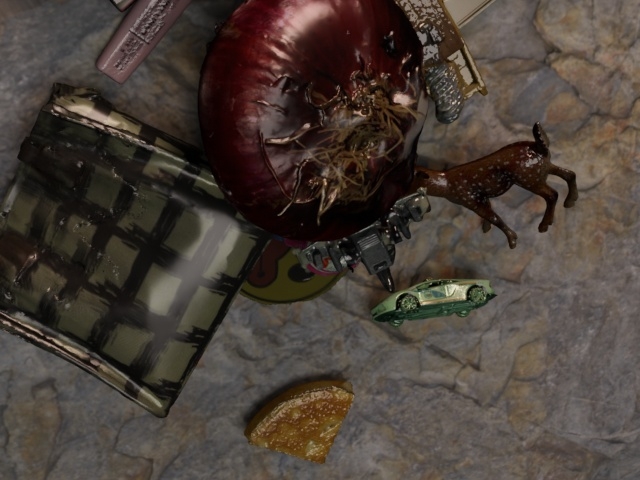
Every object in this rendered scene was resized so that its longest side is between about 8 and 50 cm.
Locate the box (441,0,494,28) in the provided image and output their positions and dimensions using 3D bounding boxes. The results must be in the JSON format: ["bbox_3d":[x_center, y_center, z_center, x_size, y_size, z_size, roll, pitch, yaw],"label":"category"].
[{"bbox_3d":[0.164,-0.377,1.397,0.109,0.029,0.198,-38,119,3],"label":"box"}]

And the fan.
[{"bbox_3d":[-0.084,-0.010,1.507,0.335,0.011,0.230,-4,116,-17],"label":"fan"}]

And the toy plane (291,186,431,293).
[{"bbox_3d":[0.071,0.014,1.472,0.192,0.088,0.262,-26,136,3],"label":"toy plane"}]

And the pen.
[{"bbox_3d":[-0.197,-0.275,1.332,0.053,0.032,0.197,33,103,-27],"label":"pen"}]

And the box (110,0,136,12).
[{"bbox_3d":[-0.184,-0.376,1.259,0.224,0.069,0.120,-42,106,4],"label":"box"}]

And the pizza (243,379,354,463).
[{"bbox_3d":[-0.028,0.271,1.639,0.175,0.046,0.134,-15,117,-10],"label":"pizza"}]

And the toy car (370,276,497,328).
[{"bbox_3d":[0.160,0.083,1.593,0.186,0.093,0.058,-7,74,-13],"label":"toy car"}]

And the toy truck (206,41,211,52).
[{"bbox_3d":[-0.041,-0.218,1.390,0.201,0.074,0.088,-8,126,-14],"label":"toy truck"}]

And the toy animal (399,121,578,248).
[{"bbox_3d":[0.203,-0.089,1.495,0.243,0.087,0.260,-29,129,21],"label":"toy animal"}]

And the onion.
[{"bbox_3d":[-0.011,-0.157,1.266,0.314,0.232,0.314,-17,117,-36],"label":"onion"}]

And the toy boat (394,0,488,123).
[{"bbox_3d":[0.109,-0.283,1.375,0.089,0.121,0.321,-34,120,7],"label":"toy boat"}]

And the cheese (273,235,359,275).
[{"bbox_3d":[0.000,0.000,1.511,0.145,0.038,0.095,23,106,-29],"label":"cheese"}]

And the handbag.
[{"bbox_3d":[-0.251,0.008,1.373,0.327,0.162,0.325,28,100,-14],"label":"handbag"}]
